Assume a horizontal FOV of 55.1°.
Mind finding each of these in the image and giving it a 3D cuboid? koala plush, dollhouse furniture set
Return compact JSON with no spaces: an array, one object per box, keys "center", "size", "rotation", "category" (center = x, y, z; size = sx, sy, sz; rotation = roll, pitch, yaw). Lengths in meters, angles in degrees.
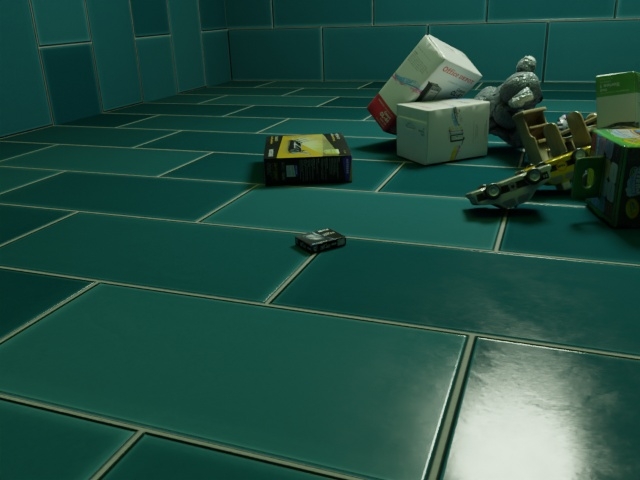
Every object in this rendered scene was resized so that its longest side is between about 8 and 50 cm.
[{"center":[0.588,-0.433,1.869],"size":[0.203,0.196,0.221],"rotation":[19,-21,-2],"category":"koala plush"},{"center":[0.673,-0.318,1.674],"size":[0.212,0.160,0.242],"rotation":[-17,-4,-33],"category":"dollhouse furniture set"}]

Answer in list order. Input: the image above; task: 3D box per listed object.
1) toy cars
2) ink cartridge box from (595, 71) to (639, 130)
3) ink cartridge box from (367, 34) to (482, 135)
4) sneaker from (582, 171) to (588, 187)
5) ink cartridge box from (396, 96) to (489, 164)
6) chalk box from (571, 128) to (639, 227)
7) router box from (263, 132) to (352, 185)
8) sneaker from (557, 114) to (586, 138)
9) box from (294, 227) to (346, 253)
[{"center":[0.511,-0.135,1.454],"size":[0.394,0.087,0.176],"rotation":[-22,2,-36],"category":"toy cars"},{"center":[0.735,-0.287,1.486],"size":[0.093,0.219,0.160],"rotation":[2,8,39],"category":"ink cartridge box"},{"center":[0.337,-0.485,2.005],"size":[0.226,0.306,0.131],"rotation":[5,48,-45],"category":"ink cartridge box"},{"center":[0.716,-0.143,1.493],"size":[0.209,0.069,0.082],"rotation":[-4,14,-8],"category":"sneaker"},{"center":[0.373,-0.342,1.894],"size":[0.233,0.168,0.171],"rotation":[-12,22,-23],"category":"ink cartridge box"},{"center":[0.684,-0.138,1.318],"size":[0.289,0.180,0.179],"rotation":[1,21,4],"category":"chalk box"},{"center":[-0.041,-0.244,1.802],"size":[0.243,0.081,0.309],"rotation":[-3,21,-3],"category":"router box"},{"center":[0.838,-0.371,2.024],"size":[0.098,0.083,0.224],"rotation":[4,15,25],"category":"sneaker"},{"center":[0.000,0.000,1.247],"size":[0.083,0.018,0.067],"rotation":[-14,24,-27],"category":"box"}]
